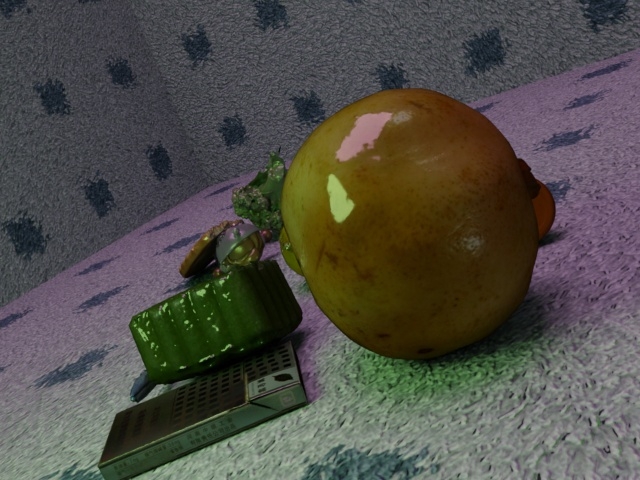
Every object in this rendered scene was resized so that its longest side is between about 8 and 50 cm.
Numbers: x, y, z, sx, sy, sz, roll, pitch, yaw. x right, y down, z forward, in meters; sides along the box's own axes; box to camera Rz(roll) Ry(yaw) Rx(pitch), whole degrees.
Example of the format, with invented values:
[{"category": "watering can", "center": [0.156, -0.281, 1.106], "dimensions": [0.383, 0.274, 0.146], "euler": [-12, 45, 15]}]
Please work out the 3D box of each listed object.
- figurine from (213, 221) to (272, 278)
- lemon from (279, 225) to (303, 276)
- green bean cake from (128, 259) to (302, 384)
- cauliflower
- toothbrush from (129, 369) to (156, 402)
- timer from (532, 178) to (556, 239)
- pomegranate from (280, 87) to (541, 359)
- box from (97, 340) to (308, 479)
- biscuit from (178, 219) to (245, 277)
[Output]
[{"category": "figurine", "center": [-0.228, 0.017, 2.085], "dimensions": [0.194, 0.133, 0.274], "euler": [-36, 10, 4]}, {"category": "lemon", "center": [0.000, 0.000, 1.686], "dimensions": [0.173, 0.173, 0.206], "euler": [-9, 23, 45]}, {"category": "green bean cake", "center": [-0.181, 0.147, 1.347], "dimensions": [0.250, 0.156, 0.247], "euler": [-27, -4, 14]}, {"category": "cauliflower", "center": [-0.140, -0.149, 2.276], "dimensions": [0.256, 0.315, 0.239], "euler": [6, 51, -4]}, {"category": "toothbrush", "center": [-0.301, 0.235, 1.453], "dimensions": [0.042, 0.035, 0.413], "euler": [-17, 8, 7]}, {"category": "timer", "center": [0.396, -0.056, 1.443], "dimensions": [0.132, 0.132, 0.152], "euler": [-16, -6, 25]}, {"category": "pomegranate", "center": [0.142, -0.031, 1.123], "dimensions": [0.416, 0.417, 0.417], "euler": [-21, 13, 5]}, {"category": "box", "center": [-0.182, 0.268, 1.190], "dimensions": [0.325, 0.047, 0.180], "euler": [-23, 14, -1]}, {"category": "biscuit", "center": [-0.333, 0.026, 2.197], "dimensions": [0.204, 0.040, 0.309], "euler": [-49, -4, 16]}]
